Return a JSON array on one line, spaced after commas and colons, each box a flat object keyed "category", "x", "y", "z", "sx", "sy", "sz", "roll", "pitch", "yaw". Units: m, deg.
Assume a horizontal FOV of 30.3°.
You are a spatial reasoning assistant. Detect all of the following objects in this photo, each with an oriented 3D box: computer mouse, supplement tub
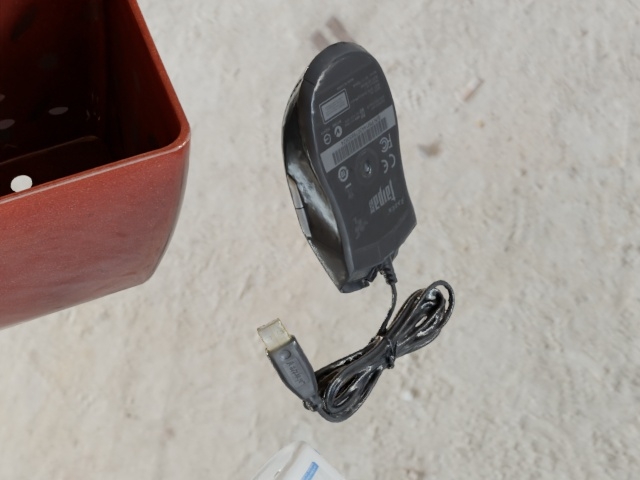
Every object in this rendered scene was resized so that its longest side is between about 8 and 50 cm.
[{"category": "computer mouse", "x": 0.000, "y": 0.000, "z": 0.859, "sx": 0.060, "sy": 0.262, "sz": 0.184, "roll": 10, "pitch": 41, "yaw": 42}, {"category": "supplement tub", "x": 0.002, "y": 0.190, "z": 0.773, "sx": 0.107, "sy": 0.071, "sz": 0.071, "roll": 45, "pitch": 102, "yaw": -5}]

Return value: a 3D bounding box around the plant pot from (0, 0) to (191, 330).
[{"category": "plant pot", "x": -0.259, "y": -0.071, "z": 0.974, "sx": 0.267, "sy": 0.236, "sz": 0.267, "roll": -18, "pitch": 60, "yaw": -11}]
